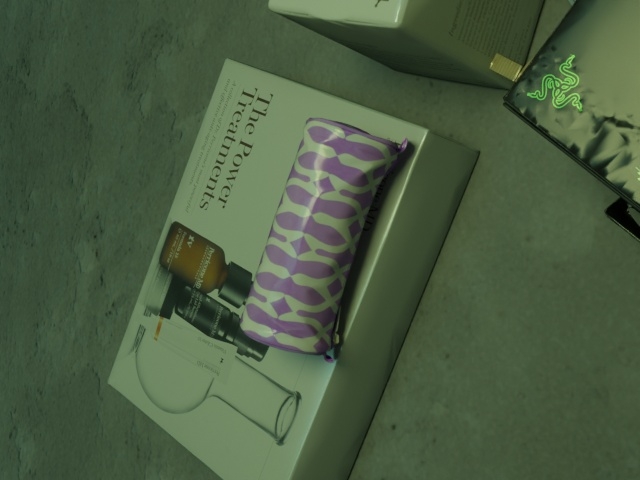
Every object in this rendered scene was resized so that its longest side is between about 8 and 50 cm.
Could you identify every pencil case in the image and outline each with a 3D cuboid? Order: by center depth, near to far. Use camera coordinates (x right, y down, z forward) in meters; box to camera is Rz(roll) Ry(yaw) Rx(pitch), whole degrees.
[{"bbox_3d":[0.000,0.000,0.772,0.088,0.086,0.206,18,97,4],"label":"pencil case"}]

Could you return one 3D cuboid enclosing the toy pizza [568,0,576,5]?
[{"bbox_3d":[0.282,-0.253,0.729,0.201,0.032,0.201,-11,73,39],"label":"toy pizza"}]

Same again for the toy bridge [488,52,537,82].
[{"bbox_3d":[0.210,-0.208,0.742,0.063,0.026,0.188,39,107,37],"label":"toy bridge"}]

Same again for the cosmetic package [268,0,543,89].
[{"bbox_3d":[0.084,-0.234,0.797,0.151,0.184,0.151,20,94,42],"label":"cosmetic package"}]

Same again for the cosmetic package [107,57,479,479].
[{"bbox_3d":[-0.043,0.037,0.915,0.284,0.097,0.377,26,98,39],"label":"cosmetic package"}]

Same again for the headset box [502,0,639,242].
[{"bbox_3d":[0.297,-0.111,0.595,0.246,0.131,0.283,46,112,26],"label":"headset box"}]
